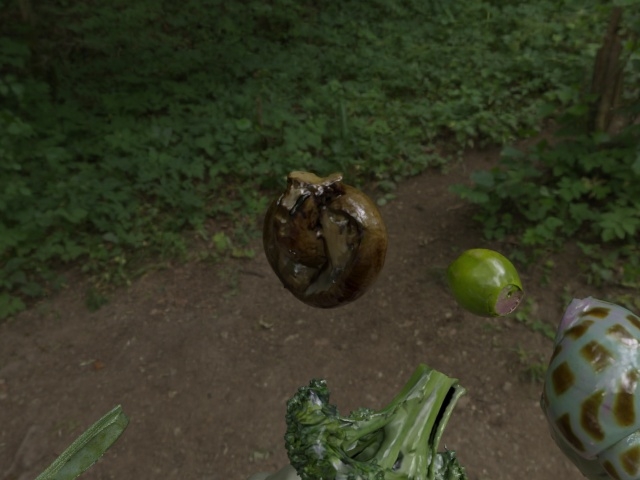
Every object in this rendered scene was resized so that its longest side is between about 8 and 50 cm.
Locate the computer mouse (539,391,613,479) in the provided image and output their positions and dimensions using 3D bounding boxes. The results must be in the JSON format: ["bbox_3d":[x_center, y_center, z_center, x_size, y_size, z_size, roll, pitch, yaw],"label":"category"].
[{"bbox_3d":[0.640,0.468,1.236,0.145,0.228,0.429,-26,-18,-3],"label":"computer mouse"}]

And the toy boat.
[{"bbox_3d":[-0.654,0.588,1.406,0.055,0.093,0.293,4,35,43],"label":"toy boat"}]

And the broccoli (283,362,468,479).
[{"bbox_3d":[0.095,0.353,0.864,0.375,0.302,0.249,36,-32,-12],"label":"broccoli"}]

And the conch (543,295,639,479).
[{"bbox_3d":[0.552,0.297,0.940,0.249,0.368,0.197,-21,2,0],"label":"conch"}]

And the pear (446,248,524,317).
[{"bbox_3d":[0.447,0.112,1.415,0.187,0.188,0.220,-5,31,-23],"label":"pear"}]

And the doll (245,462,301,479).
[{"bbox_3d":[-0.109,0.824,1.605,0.215,0.370,0.226,28,35,-41],"label":"doll"}]

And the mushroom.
[{"bbox_3d":[0.007,-0.011,0.951,0.263,0.283,0.195,34,63,30],"label":"mushroom"}]
